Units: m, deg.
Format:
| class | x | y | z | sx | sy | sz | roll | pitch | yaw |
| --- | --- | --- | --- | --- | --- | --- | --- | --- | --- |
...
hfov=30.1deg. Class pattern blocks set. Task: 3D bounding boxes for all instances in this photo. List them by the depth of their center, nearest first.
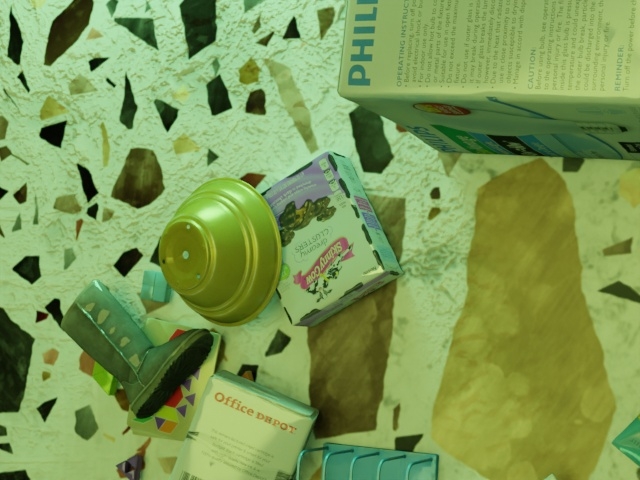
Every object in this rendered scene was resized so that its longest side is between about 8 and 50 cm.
| class | x | y | z | sx | sy | sz | roll | pitch | yaw |
| --- | --- | --- | --- | --- | --- | --- | --- | --- | --- |
| pattern blocks set | -0.220 | 0.216 | 1.791 | 0.285 | 0.026 | 0.325 | 19 | 93 | 25 |

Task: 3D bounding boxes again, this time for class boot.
| class | x | y | z | sx | sy | sz | roll | pitch | yaw |
| --- | --- | --- | --- | --- | --- | --- | --- | --- | --- |
| boot | -0.277 | 0.137 | 1.780 | 0.189 | 0.076 | 0.208 | -45 | 62 | 12 |

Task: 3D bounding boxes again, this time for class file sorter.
| class | x | y | z | sx | sy | sz | roll | pitch | yaw |
| --- | --- | --- | --- | --- | --- | --- | --- | --- | --- |
| file sorter | 0.059 | 0.342 | 1.604 | 0.170 | 0.104 | 0.118 | 1 | 85 | 26 |

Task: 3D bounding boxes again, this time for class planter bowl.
| class | x | y | z | sx | sy | sz | roll | pitch | yaw |
| --- | --- | --- | --- | --- | --- | --- | --- | --- | --- |
| planter bowl | -0.165 | 0.018 | 1.692 | 0.217 | 0.090 | 0.217 | 2 | 93 | 39 |

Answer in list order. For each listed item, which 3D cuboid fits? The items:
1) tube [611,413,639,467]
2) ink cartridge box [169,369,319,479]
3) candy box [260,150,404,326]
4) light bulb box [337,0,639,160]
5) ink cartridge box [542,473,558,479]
| class | x | y | z | sx | sy | sz | roll | pitch | yaw |
| --- | --- | --- | --- | --- | --- | --- | --- | --- | --- |
| tube | 0.452 | 0.199 | 1.468 | 0.080 | 0.052 | 0.207 | 44 | 110 | 32 |
| ink cartridge box | -0.114 | 0.312 | 1.674 | 0.160 | 0.092 | 0.219 | 23 | 94 | 6 |
| candy box | 0.000 | 0.000 | 1.683 | 0.164 | 0.070 | 0.196 | -32 | 72 | 20 |
| light bulb box | 0.259 | -0.236 | 1.426 | 0.361 | 0.358 | 0.225 | 4 | 85 | 27 |
| ink cartridge box | 0.283 | 0.471 | 1.511 | 0.239 | 0.060 | 0.275 | -39 | 70 | 16 |
